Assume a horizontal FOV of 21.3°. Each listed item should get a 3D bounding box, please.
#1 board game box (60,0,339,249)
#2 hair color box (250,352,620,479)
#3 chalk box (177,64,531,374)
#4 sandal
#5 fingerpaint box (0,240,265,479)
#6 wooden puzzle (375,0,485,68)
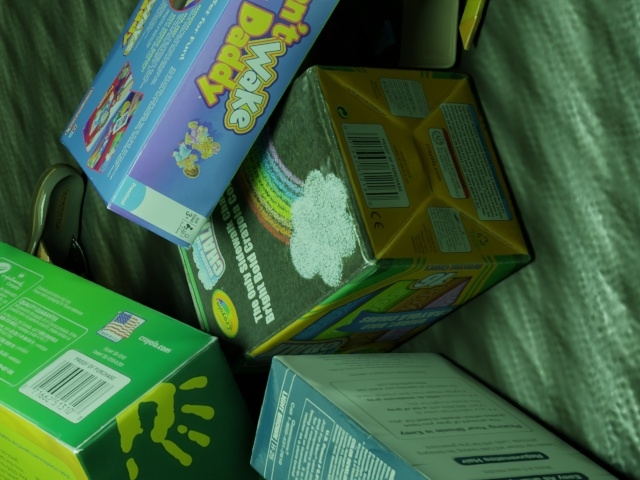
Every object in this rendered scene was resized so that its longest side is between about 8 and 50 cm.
[{"bbox_3d":[-0.079,-0.187,1.405,0.347,0.078,0.233,-59,24,6],"label":"board game box"},{"bbox_3d":[0.110,0.199,1.279,0.347,0.174,0.105,33,116,51],"label":"hair color box"},{"bbox_3d":[0.000,0.000,1.433,0.289,0.179,0.180,-36,64,45],"label":"chalk box"},{"bbox_3d":[-0.282,0.027,1.857,0.060,0.090,0.219,13,93,27],"label":"sandal"},{"bbox_3d":[-0.208,0.214,1.565,0.445,0.163,0.371,19,139,49],"label":"fingerpaint box"},{"bbox_3d":[0.095,-0.182,1.445,0.116,0.014,0.078,19,100,48],"label":"wooden puzzle"}]
